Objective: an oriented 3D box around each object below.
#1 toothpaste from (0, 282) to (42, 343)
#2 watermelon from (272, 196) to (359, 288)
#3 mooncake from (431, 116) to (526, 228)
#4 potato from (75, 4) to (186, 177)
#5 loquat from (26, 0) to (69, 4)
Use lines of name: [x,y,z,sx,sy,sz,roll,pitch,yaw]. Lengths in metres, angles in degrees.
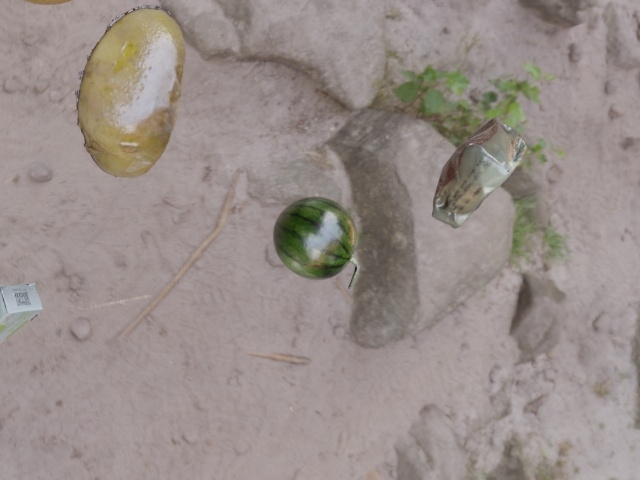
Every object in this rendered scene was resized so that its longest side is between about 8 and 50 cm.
toothpaste: [-0.709,0.190,1.482,0.081,0.336,0.067,-2,64,-54]
watermelon: [0.000,0.000,1.571,0.214,0.188,0.188,26,80,10]
mooncake: [0.202,-0.091,0.924,0.073,0.125,0.130,40,40,5]
potato: [-0.264,-0.204,0.991,0.120,0.100,0.261,6,107,-50]
loquat: [-0.544,-0.615,1.412,0.274,0.275,0.275,-1,93,-25]
